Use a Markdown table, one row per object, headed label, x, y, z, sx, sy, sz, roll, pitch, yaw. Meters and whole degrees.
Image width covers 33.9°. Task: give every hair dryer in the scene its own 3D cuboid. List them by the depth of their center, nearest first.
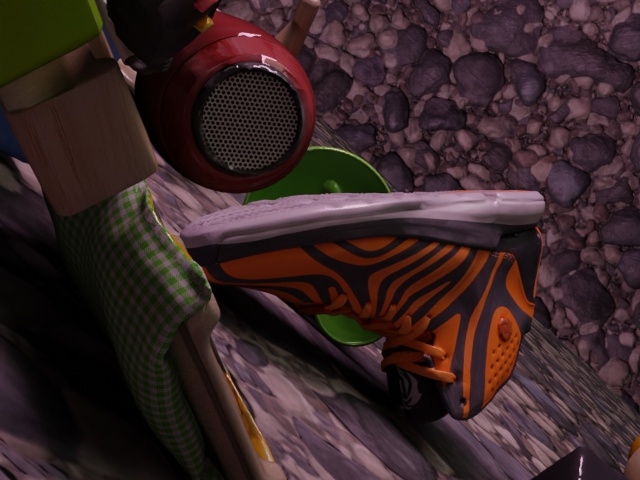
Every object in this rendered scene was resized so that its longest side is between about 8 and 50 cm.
| label | x | y | z | sx | sy | sz | roll | pitch | yaw |
| --- | --- | --- | --- | --- | --- | --- | --- | --- | --- |
| hair dryer | -0.071 | -0.127 | 0.488 | 0.293 | 0.080 | 0.223 | 89 | -24 | -70 |

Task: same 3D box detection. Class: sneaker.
| label | x | y | z | sx | sy | sz | roll | pitch | yaw |
| --- | --- | --- | --- | --- | --- | --- | --- | --- | --- |
| sneaker | 0.049 | 0.055 | 0.785 | 0.321 | 0.180 | 0.125 | -3 | 5 | -31 |

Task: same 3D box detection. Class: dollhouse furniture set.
| label | x | y | z | sx | sy | sz | roll | pitch | yaw |
| --- | --- | --- | --- | --- | --- | --- | --- | --- | --- |
| dollhouse furniture set | -0.142 | -0.008 | 0.443 | 0.301 | 0.151 | 0.197 | 75 | -11 | -45 |

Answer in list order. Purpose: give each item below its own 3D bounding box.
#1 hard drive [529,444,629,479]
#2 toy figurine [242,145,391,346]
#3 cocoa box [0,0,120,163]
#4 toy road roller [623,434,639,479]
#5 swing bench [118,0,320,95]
| label | x | y | z | sx | sy | sz | roll | pitch | yaw |
| --- | --- | --- | --- | --- | --- | --- | --- | --- | --- |
| hard drive | 0.186 | 0.259 | 0.367 | 0.339 | 0.064 | 0.237 | 40 | 31 | -7 |
| toy figurine | 0.000 | 0.000 | 0.935 | 0.173 | 0.130 | 0.159 | 63 | -3 | -8 |
| cocoa box | -0.178 | -0.268 | 0.600 | 0.228 | 0.347 | 0.231 | 33 | 13 | -49 |
| toy road roller | 0.550 | 0.381 | 1.328 | 0.330 | 0.240 | 0.202 | 2 | 20 | -10 |
| swing bench | -0.149 | -0.215 | 1.038 | 0.253 | 0.165 | 0.254 | 42 | -12 | 5 |
